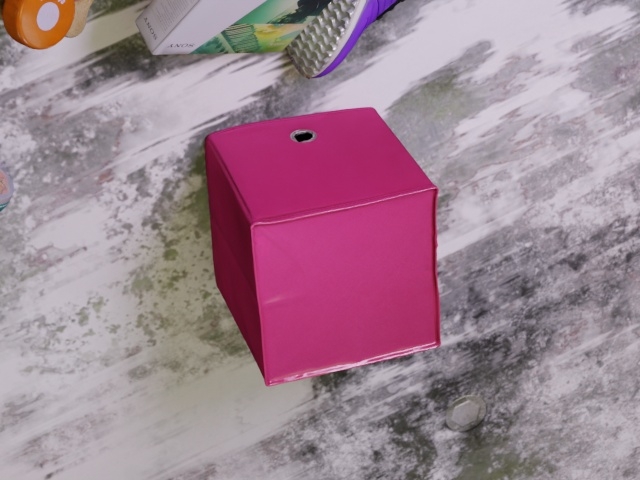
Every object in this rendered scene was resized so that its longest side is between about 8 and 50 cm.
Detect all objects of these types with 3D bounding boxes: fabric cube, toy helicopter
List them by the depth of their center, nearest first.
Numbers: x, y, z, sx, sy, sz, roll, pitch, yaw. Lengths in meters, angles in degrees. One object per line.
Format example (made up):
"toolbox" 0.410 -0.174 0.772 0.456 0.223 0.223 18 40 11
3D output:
"toy helicopter" -0.260 -0.351 1.675 0.355 0.140 0.235 -9 117 -52
"fabric cube" 0.000 0.000 1.937 0.254 0.258 0.259 -10 121 -13

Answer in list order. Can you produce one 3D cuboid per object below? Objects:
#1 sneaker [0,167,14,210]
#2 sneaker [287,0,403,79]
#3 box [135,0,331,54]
"sneaker" -0.546 -0.050 1.818 0.302 0.108 0.121 2 135 -25
"sneaker" 0.072 -0.328 1.867 0.146 0.102 0.293 -1 132 -44
"box" -0.043 -0.334 1.712 0.232 0.058 0.322 -10 158 -47
